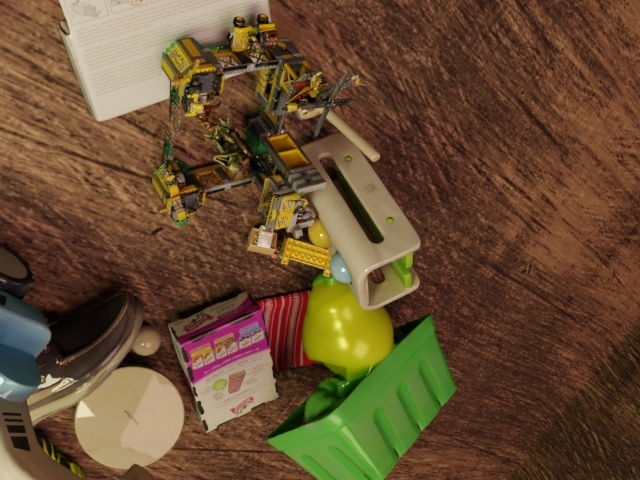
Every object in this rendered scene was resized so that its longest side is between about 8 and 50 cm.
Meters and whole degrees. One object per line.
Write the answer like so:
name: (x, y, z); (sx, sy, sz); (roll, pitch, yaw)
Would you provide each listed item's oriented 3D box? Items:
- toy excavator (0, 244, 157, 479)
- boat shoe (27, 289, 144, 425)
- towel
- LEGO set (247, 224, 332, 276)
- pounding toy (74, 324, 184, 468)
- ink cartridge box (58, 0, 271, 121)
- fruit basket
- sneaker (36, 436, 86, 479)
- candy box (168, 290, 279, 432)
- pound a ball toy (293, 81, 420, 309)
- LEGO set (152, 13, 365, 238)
toy excavator: (-0.420, 0.195, 0.837); (0.222, 0.445, 0.433); (-47, 136, 4)
boat shoe: (-0.432, 0.190, 1.043); (0.355, 0.132, 0.130); (-39, 123, -3)
towel: (-0.120, 0.198, 1.355); (0.274, 0.031, 0.199); (-10, 126, -30)
LEGO set: (0.000, 0.000, 1.274); (0.287, 0.107, 0.132); (-20, 96, -17)
pounding toy: (-0.344, 0.272, 1.216); (0.183, 0.110, 0.237); (-15, 100, -13)
ink cartridge box: (-0.204, -0.310, 0.899); (0.275, 0.060, 0.239); (-24, 132, -19)
fruit basket: (0.057, 0.243, 1.351); (0.392, 0.392, 0.283); (0, 157, -36)
sneaker: (-0.502, 0.447, 1.228); (0.123, 0.109, 0.296); (-12, 133, 0)
candy box: (-0.174, 0.225, 1.268); (0.159, 0.071, 0.233); (-22, 128, -21)
pound a ball toy: (0.029, -0.071, 1.096); (0.135, 0.319, 0.208); (-24, 146, -9)
LEGO set: (-0.098, -0.121, 0.968); (0.255, 0.192, 0.331); (-12, 144, -36)
